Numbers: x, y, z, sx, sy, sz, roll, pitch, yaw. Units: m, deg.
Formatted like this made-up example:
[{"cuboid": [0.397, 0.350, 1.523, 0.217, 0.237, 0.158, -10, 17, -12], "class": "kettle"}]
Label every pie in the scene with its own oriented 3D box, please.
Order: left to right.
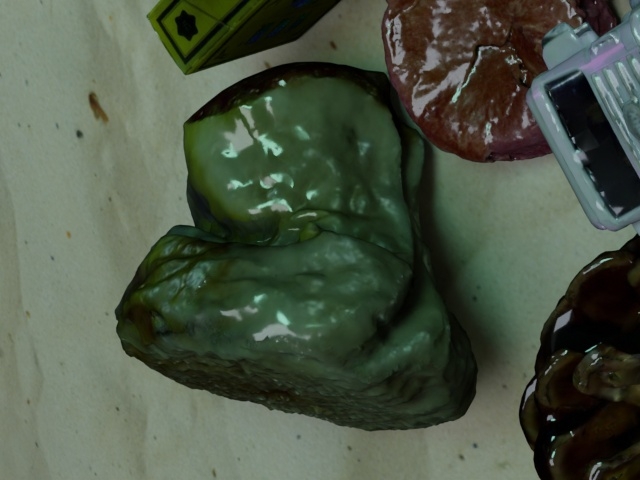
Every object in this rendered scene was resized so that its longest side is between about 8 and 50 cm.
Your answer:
[{"cuboid": [0.124, -0.142, 0.985, 0.182, 0.049, 0.182, 11, 112, 30], "class": "pie"}]

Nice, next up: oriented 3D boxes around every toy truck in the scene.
[{"cuboid": [0.221, -0.091, 0.785, 0.155, 0.268, 0.124, -29, 88, 43], "class": "toy truck"}]

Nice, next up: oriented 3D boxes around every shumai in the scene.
[{"cuboid": [0.000, 0.000, 1.084, 0.309, 0.304, 0.263, 1, 74, 40], "class": "shumai"}]

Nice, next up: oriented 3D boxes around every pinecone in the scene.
[{"cuboid": [0.265, 0.091, 0.813, 0.298, 0.296, 0.242, -34, 82, 32], "class": "pinecone"}]

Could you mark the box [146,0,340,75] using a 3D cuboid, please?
[{"cuboid": [-0.010, -0.212, 1.001, 0.220, 0.141, 0.064, -39, 83, 41], "class": "box"}]
